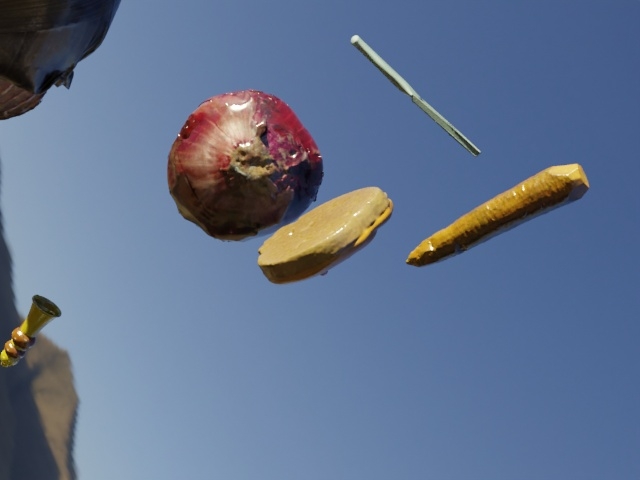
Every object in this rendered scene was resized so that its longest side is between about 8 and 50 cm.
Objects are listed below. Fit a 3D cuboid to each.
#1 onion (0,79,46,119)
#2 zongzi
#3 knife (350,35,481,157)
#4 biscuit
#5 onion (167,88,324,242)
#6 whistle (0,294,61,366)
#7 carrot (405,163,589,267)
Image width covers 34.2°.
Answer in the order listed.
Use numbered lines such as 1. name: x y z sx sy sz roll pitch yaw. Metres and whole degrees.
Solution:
1. onion: -0.563 -0.331 1.725 0.111 0.247 0.250 -112 -146 -51
2. zongzi: -0.305 -0.450 1.276 0.432 0.207 0.403 -59 -156 30
3. knife: 0.113 -0.172 1.246 0.210 0.015 0.028 44 3 6
4. biscuit: 0.002 0.003 1.162 0.050 0.170 0.170 60 -20 -13
5. onion: -0.120 -0.118 1.684 0.219 0.252 0.252 83 -16 -87
6. whistle: -0.405 0.122 1.420 0.109 0.046 0.057 -48 -127 15
7. carrot: 0.271 -0.034 1.643 0.066 0.314 0.066 49 25 -32
